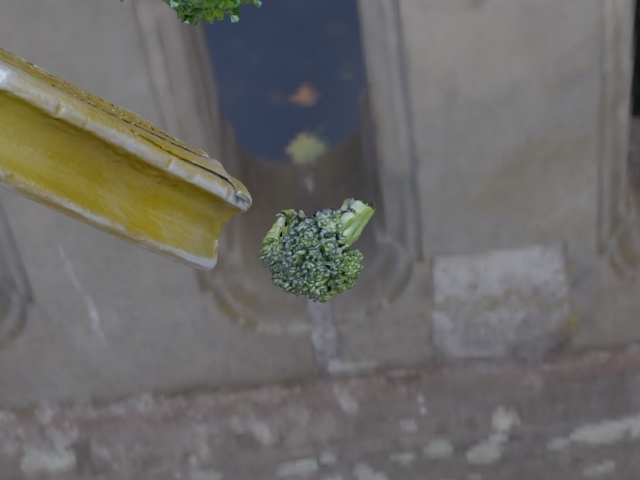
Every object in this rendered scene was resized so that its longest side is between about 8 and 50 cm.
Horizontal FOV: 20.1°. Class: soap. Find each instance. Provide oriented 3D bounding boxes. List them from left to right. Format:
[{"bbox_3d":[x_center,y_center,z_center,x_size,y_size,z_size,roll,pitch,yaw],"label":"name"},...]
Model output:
[{"bbox_3d":[-0.196,-0.075,1.347,0.173,0.274,0.089,34,95,42],"label":"soap"}]

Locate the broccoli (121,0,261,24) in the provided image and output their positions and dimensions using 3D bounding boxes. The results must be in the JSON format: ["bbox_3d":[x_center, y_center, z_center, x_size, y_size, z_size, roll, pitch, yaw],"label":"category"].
[{"bbox_3d":[-0.055,-0.202,0.663,0.261,0.241,0.269,-15,80,-4],"label":"broccoli"}]

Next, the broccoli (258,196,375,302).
[{"bbox_3d":[0.000,0.000,1.309,0.095,0.097,0.092,25,75,47],"label":"broccoli"}]
